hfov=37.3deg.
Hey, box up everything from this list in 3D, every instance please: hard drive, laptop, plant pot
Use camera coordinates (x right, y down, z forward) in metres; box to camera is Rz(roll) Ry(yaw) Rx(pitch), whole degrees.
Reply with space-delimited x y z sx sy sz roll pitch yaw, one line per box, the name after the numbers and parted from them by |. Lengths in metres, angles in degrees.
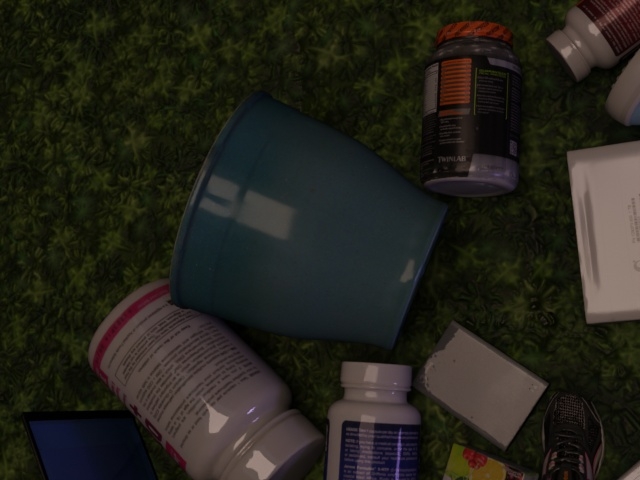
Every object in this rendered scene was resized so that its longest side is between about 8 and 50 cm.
0.440 -0.022 1.044 0.307 0.040 0.203 -7 79 19 | hard drive
-0.188 0.292 1.120 0.264 0.234 0.137 7 84 22 | laptop
0.000 0.000 1.099 0.255 0.271 0.272 22 89 8 | plant pot
0.187 0.169 1.115 0.135 0.022 0.094 34 94 22 | hard drive

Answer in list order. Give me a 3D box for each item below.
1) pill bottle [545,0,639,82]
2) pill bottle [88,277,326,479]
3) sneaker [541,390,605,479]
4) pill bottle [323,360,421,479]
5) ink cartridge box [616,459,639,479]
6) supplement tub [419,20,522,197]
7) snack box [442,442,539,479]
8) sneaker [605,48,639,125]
0.341 -0.255 1.095 0.152 0.086 0.086 -37 71 11 | pill bottle
-0.137 0.191 1.158 0.283 0.160 0.160 41 96 22 | pill bottle
0.275 0.255 1.039 0.071 0.077 0.178 -3 79 19 | sneaker
0.061 0.237 1.103 0.112 0.112 0.187 1 82 21 | pill bottle
0.439 0.283 0.989 0.206 0.045 0.208 -44 68 8 | ink cartridge box
0.179 -0.153 1.122 0.117 0.117 0.191 1 81 21 | supplement tub
0.178 0.313 1.070 0.100 0.037 0.141 15 87 45 | snack box
0.485 -0.220 1.011 0.366 0.135 0.150 -38 67 12 | sneaker
